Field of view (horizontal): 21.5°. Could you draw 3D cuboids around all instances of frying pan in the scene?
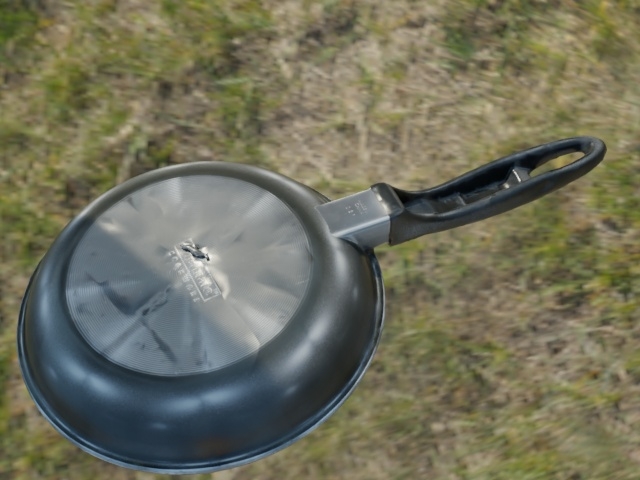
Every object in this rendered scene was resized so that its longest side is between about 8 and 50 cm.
[{"bbox_3d":[-0.001,0.024,0.877,0.326,0.053,0.197,-6,52,4],"label":"frying pan"}]
